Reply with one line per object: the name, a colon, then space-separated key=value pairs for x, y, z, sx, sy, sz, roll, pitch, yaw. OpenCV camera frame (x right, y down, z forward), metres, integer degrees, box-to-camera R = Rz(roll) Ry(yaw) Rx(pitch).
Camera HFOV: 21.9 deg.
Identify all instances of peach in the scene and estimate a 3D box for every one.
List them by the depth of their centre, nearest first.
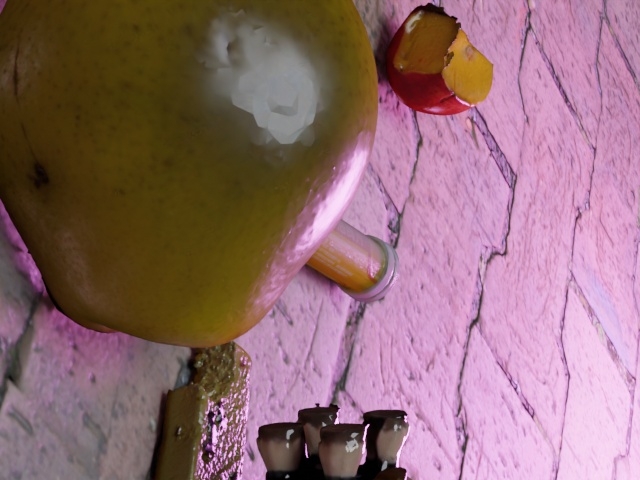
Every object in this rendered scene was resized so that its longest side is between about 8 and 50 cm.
peach: x=0.143 y=-0.209 z=2.033 sx=0.151 sy=0.118 sz=0.151 roll=48 pitch=4 yaw=-4

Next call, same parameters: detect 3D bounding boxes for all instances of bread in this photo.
bread: x=-0.107 y=0.190 z=1.511 sx=0.088 sy=0.049 sz=0.226 roll=41 pitch=46 yaw=-49

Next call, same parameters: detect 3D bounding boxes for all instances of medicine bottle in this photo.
medicine bottle: x=0.000 y=0.000 z=1.751 sx=0.218 sy=0.074 sz=0.074 roll=31 pitch=54 yaw=-52

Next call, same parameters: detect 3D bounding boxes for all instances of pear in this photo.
pear: x=-0.091 y=-0.103 z=1.359 sx=0.340 sy=0.191 sz=0.387 roll=0 pitch=91 yaw=-32

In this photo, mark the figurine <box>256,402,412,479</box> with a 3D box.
figurine: x=0.017 y=0.348 z=1.479 sx=0.306 sy=0.241 sz=0.412 roll=77 pitch=15 yaw=-64
